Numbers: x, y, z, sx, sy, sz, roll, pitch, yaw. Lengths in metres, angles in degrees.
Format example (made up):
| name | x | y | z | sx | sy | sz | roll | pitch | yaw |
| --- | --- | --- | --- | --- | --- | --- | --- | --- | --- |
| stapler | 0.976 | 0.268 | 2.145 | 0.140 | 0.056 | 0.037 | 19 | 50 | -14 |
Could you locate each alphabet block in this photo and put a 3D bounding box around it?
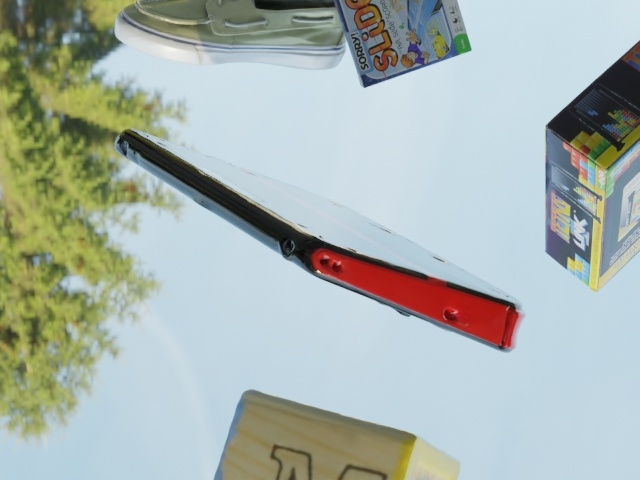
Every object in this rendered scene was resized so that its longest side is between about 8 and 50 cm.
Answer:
| name | x | y | z | sx | sy | sz | roll | pitch | yaw |
| --- | --- | --- | --- | --- | --- | --- | --- | --- | --- |
| alphabet block | 0.011 | 0.282 | 1.284 | 0.197 | 0.192 | 0.194 | 11 | -102 | 25 |

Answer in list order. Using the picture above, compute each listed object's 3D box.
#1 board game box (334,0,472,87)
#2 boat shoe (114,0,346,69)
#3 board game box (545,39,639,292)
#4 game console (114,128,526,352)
| name | x | y | z | sx | sy | sz | roll | pitch | yaw |
| --- | --- | --- | --- | --- | --- | --- | --- | --- | --- |
| board game box | 0.080 | -0.293 | 1.421 | 0.136 | 0.201 | 0.035 | -20 | -165 | -1 |
| boat shoe | -0.108 | -0.283 | 1.568 | 0.302 | 0.094 | 0.109 | 0 | -145 | -20 |
| board game box | 0.206 | -0.068 | 0.735 | 0.170 | 0.141 | 0.048 | -41 | -118 | -15 |
| game console | 0.000 | 0.000 | 1.299 | 0.342 | 0.060 | 0.386 | 17 | -172 | -42 |
